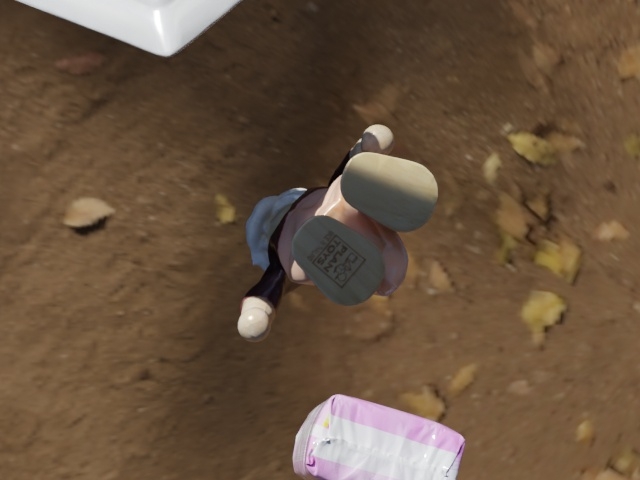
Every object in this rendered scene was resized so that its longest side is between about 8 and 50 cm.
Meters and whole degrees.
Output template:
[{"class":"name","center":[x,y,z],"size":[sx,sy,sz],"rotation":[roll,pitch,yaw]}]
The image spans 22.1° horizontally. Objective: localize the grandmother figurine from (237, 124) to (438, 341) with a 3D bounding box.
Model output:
[{"class":"grandmother figurine","center":[0.000,0.000,1.378],"size":[0.208,0.342,0.104],"rotation":[-45,96,-6]}]

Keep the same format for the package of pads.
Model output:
[{"class":"package of pads","center":[0.018,0.075,0.571],"size":[0.050,0.083,0.032],"rotation":[19,80,-2]}]

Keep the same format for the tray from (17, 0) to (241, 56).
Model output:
[{"class":"tray","center":[-0.173,-0.225,1.256],"size":[0.270,0.030,0.145],"rotation":[23,51,29]}]
